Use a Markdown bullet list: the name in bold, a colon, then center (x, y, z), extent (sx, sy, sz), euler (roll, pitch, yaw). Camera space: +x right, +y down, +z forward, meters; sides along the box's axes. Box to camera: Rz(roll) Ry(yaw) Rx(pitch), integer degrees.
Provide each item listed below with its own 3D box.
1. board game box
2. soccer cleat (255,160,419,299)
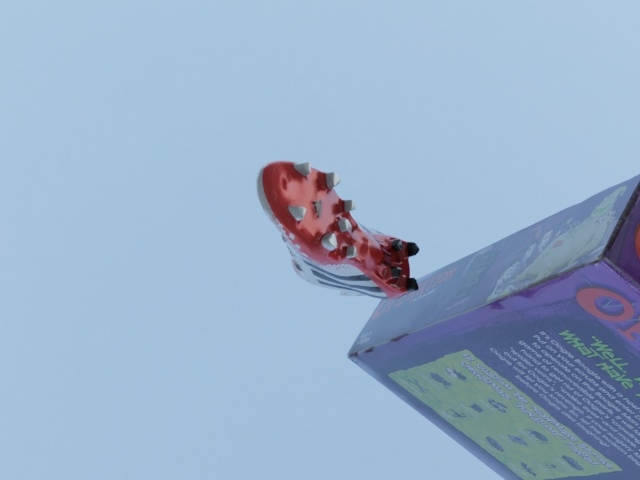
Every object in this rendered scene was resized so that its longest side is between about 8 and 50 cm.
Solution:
- **board game box**: center (0.194, 0.121, 0.489), extent (0.347, 0.208, 0.056), euler (39, -112, -10)
- **soccer cleat**: center (0.000, 0.000, 0.359), extent (0.035, 0.083, 0.029), euler (-12, -117, 32)
